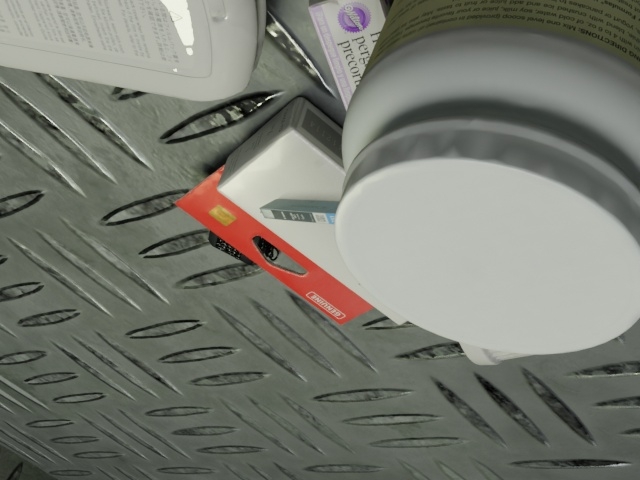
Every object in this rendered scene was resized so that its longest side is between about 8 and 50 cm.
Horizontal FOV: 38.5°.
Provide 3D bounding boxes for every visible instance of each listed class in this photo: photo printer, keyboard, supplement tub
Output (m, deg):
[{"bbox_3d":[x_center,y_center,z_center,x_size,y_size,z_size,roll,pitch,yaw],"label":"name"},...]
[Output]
[{"bbox_3d":[-0.201,-0.255,0.847,0.307,0.107,0.256,12,146,14],"label":"photo printer"},{"bbox_3d":[-0.095,-0.017,1.194,0.100,0.038,0.192,22,148,-1],"label":"keyboard"},{"bbox_3d":[0.152,-0.108,0.655,0.235,0.325,0.235,15,146,11],"label":"supplement tub"}]

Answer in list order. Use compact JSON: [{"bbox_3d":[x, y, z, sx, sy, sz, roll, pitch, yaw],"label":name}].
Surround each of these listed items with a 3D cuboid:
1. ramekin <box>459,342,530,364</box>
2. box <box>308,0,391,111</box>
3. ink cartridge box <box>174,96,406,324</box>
[{"bbox_3d":[0.203,0.020,0.931,0.109,0.207,0.207,-8,138,24],"label":"ramekin"},{"bbox_3d":[0.070,-0.108,0.889,0.063,0.067,0.324,-14,128,13],"label":"box"},{"bbox_3d":[0.000,0.000,1.099,0.296,0.066,0.261,37,133,-22],"label":"ink cartridge box"}]
